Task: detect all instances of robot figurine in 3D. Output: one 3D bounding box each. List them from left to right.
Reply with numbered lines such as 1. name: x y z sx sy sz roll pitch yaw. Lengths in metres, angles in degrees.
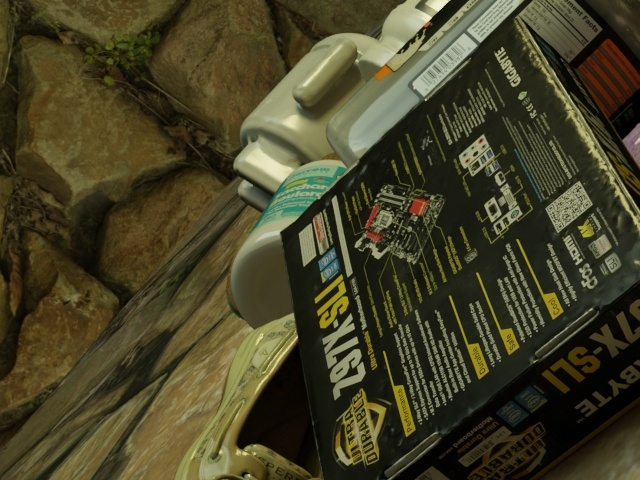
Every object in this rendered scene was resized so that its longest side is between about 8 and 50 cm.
1. robot figurine: 0.015 -0.185 1.968 0.353 0.200 0.300 -49 -18 -24

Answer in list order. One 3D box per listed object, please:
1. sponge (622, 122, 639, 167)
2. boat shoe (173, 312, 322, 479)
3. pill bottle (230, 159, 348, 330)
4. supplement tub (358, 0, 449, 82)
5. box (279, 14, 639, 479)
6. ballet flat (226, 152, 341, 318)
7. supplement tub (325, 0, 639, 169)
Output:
1. sponge: 0.280 -0.074 0.907 0.117 0.031 0.210 -45 10 0
2. boat shoe: -0.037 0.156 0.958 0.089 0.105 0.285 -39 27 38
3. pill bottle: 0.000 0.000 1.424 0.146 0.146 0.264 -40 11 26
4. supplement tub: 0.198 -0.253 1.514 0.272 0.191 0.191 -46 10 -6
5. box: 0.099 0.019 0.846 0.257 0.079 0.322 -44 29 19
6. ballet flat: -0.002 -0.023 1.688 0.124 0.116 0.342 -25 16 44
7. supplement tub: 0.175 -0.139 1.134 0.316 0.193 0.193 -43 10 6
